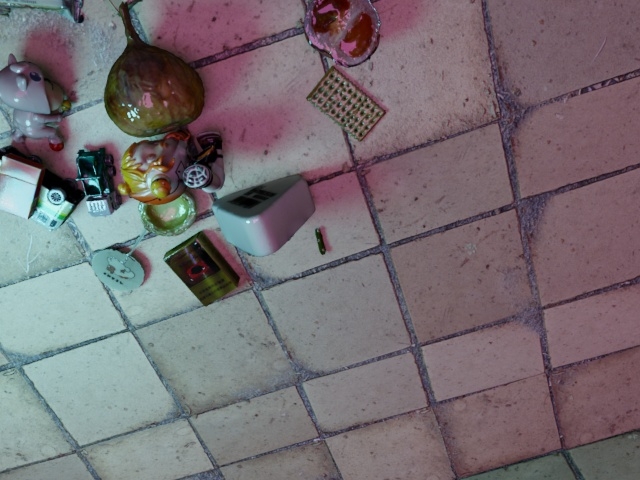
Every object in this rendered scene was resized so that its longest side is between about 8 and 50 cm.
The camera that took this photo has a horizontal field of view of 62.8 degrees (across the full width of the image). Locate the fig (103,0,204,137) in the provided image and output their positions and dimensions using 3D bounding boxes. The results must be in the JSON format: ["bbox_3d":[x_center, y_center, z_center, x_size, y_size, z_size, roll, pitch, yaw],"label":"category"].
[{"bbox_3d":[-0.490,-0.490,1.499,0.286,0.286,0.368,-10,102,1],"label":"fig"}]

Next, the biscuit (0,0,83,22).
[{"bbox_3d":[-0.810,-0.694,1.416,0.309,0.079,0.186,-12,122,-33],"label":"biscuit"}]

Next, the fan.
[{"bbox_3d":[-0.680,0.067,1.829,0.191,0.009,0.329,36,121,-16],"label":"fan"}]

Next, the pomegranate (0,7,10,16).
[{"bbox_3d":[-0.948,-0.679,1.441,0.163,0.125,0.138,16,78,-21],"label":"pomegranate"}]

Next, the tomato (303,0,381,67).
[{"bbox_3d":[0.063,-0.623,1.536,0.228,0.112,0.199,34,101,-17],"label":"tomato"}]

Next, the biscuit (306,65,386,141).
[{"bbox_3d":[0.083,-0.431,1.679,0.231,0.016,0.139,36,107,-18],"label":"biscuit"}]

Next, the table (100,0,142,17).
[{"bbox_3d":[-0.565,-0.682,1.487,0.083,0.079,0.062,-31,111,13],"label":"table"}]

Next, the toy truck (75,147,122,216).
[{"bbox_3d":[-0.723,-0.182,1.690,0.110,0.116,0.216,-5,115,-1],"label":"toy truck"}]

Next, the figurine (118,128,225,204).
[{"bbox_3d":[-0.462,-0.213,1.598,0.323,0.320,0.196,-4,131,8],"label":"figurine"}]

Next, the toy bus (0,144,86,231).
[{"bbox_3d":[-0.921,-0.162,1.678,0.276,0.133,0.164,34,107,-16],"label":"toy bus"}]

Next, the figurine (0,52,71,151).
[{"bbox_3d":[-0.862,-0.409,1.578,0.186,0.176,0.287,-26,142,-37],"label":"figurine"}]

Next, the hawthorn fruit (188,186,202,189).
[{"bbox_3d":[-0.401,-0.215,1.721,0.081,0.081,0.093,2,96,-4],"label":"hawthorn fruit"}]

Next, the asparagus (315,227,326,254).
[{"bbox_3d":[-0.001,0.000,1.872,0.025,0.021,0.108,-15,115,-1],"label":"asparagus"}]

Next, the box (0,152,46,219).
[{"bbox_3d":[-0.909,-0.162,1.580,0.112,0.048,0.175,20,110,-13],"label":"box"}]

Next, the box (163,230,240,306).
[{"bbox_3d":[-0.421,0.104,1.870,0.159,0.071,0.240,-29,114,12],"label":"box"}]

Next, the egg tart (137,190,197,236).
[{"bbox_3d":[-0.508,-0.105,1.762,0.197,0.078,0.197,-2,117,-4],"label":"egg tart"}]

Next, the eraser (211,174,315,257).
[{"bbox_3d":[-0.213,-0.080,1.717,0.331,0.331,0.150,-19,113,5],"label":"eraser"}]
